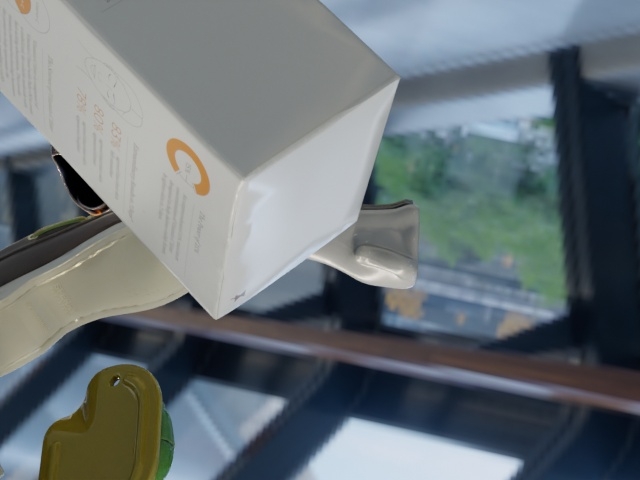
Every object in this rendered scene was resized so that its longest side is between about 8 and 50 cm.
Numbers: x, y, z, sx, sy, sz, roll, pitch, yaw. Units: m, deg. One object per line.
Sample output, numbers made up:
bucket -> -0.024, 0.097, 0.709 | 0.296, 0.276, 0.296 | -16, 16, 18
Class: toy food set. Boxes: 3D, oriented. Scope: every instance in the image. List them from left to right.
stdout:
toy food set -> -0.178, 0.215, 1.418 | 0.128, 0.218, 0.071 | -21, 134, 22

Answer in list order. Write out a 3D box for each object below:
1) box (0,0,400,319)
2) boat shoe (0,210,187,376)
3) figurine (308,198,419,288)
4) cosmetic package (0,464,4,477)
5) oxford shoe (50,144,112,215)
box -> -0.126, -0.144, 1.335 | 0.345, 0.168, 0.215 | 46, 152, 18
boat shoe -> -0.232, 0.025, 1.594 | 0.096, 0.324, 0.116 | 55, 169, 47
figurine -> 0.000, 0.000, 1.768 | 0.210, 0.092, 0.215 | 2, -177, 1
cosmetic package -> -0.439, 0.222, 1.424 | 0.129, 0.153, 0.296 | -16, -166, 36
oxford shoe -> -0.325, -0.080, 2.465 | 0.130, 0.132, 0.363 | -2, 147, 22
